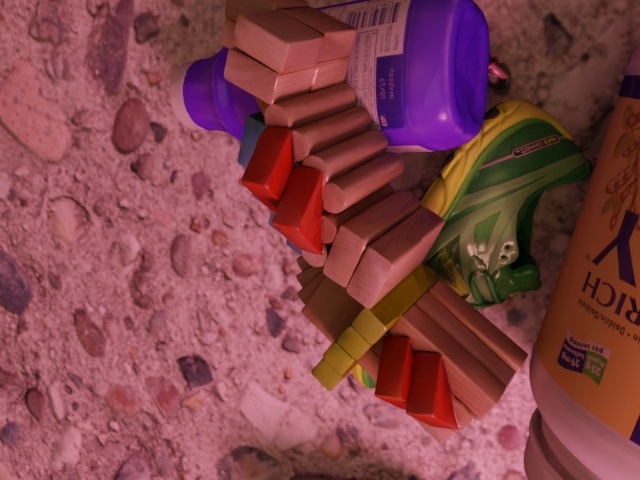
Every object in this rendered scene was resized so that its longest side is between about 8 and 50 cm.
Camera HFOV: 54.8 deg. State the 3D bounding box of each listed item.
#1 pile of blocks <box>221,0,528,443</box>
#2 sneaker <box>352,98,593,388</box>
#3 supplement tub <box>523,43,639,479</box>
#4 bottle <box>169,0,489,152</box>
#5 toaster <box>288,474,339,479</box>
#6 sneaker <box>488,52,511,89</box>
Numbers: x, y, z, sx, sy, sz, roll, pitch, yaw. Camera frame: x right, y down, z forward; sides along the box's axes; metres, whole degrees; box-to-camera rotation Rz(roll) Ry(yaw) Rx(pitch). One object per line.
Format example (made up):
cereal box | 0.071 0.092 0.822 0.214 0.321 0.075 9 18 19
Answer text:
pile of blocks | 0.000 0.000 0.433 0.149 0.113 0.362 -25 95 40
sneaker | 0.120 0.027 0.532 0.124 0.109 0.295 34 111 12
supplement tub | 0.284 0.045 0.410 0.241 0.241 0.331 16 107 14
bottle | -0.006 -0.131 0.520 0.283 0.092 0.118 3 88 34
toaster | 0.034 0.355 0.644 0.168 0.110 0.185 1 104 19
sneaker | 0.103 -0.146 0.534 0.119 0.047 0.057 25 116 20
